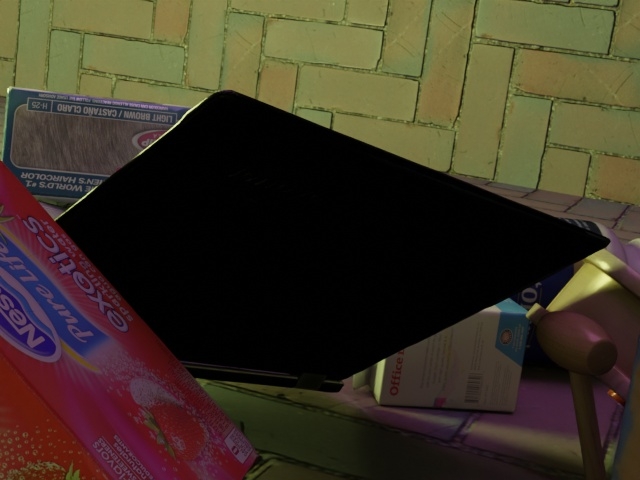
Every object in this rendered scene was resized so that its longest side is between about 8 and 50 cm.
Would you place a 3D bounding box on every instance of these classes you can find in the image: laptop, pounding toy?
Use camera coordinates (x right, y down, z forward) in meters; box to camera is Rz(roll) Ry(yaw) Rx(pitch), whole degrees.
[{"bbox_3d":[-0.090,-0.029,0.749,0.382,0.236,0.408,16,17,-47],"label":"laptop"},{"bbox_3d":[0.223,0.111,0.779,0.269,0.155,0.154,37,5,-33],"label":"pounding toy"}]

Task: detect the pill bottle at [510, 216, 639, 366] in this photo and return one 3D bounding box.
[{"bbox_3d":[0.217,0.049,1.051,0.264,0.153,0.153,6,11,-5],"label":"pill bottle"}]

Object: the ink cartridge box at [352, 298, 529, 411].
[{"bbox_3d":[0.098,0.091,0.920,0.143,0.092,0.090,6,11,-11],"label":"ink cartridge box"}]

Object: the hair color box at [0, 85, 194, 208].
[{"bbox_3d":[-0.233,-0.053,1.090,0.174,0.105,0.347,5,-10,-12],"label":"hair color box"}]

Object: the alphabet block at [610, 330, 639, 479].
[{"bbox_3d":[0.310,0.132,0.598,0.192,0.193,0.197,0,13,-27],"label":"alphabet block"}]

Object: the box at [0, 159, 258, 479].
[{"bbox_3d":[-0.168,0.061,0.475,0.257,0.128,0.122,49,14,0],"label":"box"}]
